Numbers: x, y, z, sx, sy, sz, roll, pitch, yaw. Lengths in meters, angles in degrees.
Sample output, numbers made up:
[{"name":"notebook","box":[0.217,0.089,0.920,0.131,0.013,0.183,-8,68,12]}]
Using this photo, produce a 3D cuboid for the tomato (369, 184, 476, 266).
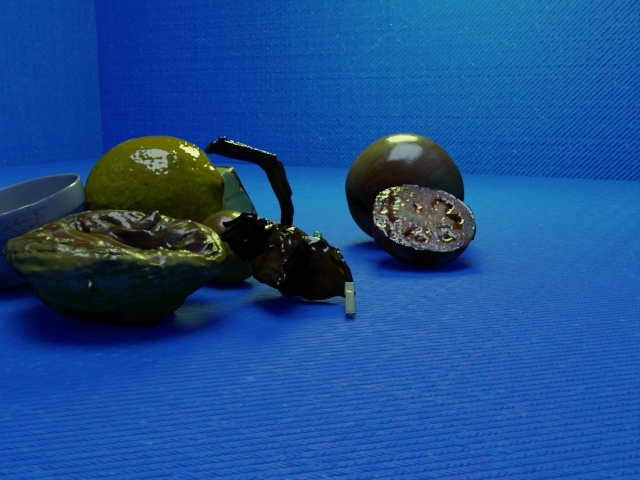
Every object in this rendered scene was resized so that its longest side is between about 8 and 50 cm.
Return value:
[{"name":"tomato","box":[0.206,-0.020,1.708,0.225,0.085,0.225,5,37,-4]}]

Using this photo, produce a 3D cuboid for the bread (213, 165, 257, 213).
[{"name":"bread","box":[-0.331,-0.071,2.276,0.264,0.163,0.167,-40,29,-22]}]

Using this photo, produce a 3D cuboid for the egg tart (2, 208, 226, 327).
[{"name":"egg tart","box":[-0.320,0.046,1.295,0.351,0.153,0.339,-1,11,-4]}]

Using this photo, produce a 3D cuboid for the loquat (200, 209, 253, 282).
[{"name":"loquat","box":[-0.172,0.012,1.539,0.141,0.141,0.141,0,10,0]}]

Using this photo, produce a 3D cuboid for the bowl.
[{"name":"bowl","box":[-0.555,-0.010,1.529,0.287,0.144,0.287,-14,17,4]}]

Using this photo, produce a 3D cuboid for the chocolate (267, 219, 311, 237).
[{"name":"chocolate","box":[-0.137,-0.004,1.771,0.254,0.080,0.157,8,13,39]}]

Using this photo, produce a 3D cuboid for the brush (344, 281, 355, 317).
[{"name":"brush","box":[0.046,0.094,1.327,0.016,0.013,0.084,0,34,0]}]

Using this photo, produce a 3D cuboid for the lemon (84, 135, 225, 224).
[{"name":"lemon","box":[-0.324,-0.073,1.655,0.293,0.293,0.293,0,10,0]}]

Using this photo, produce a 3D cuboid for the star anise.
[{"name":"star anise","box":[-0.082,-0.018,1.389,0.148,0.346,0.237,-33,1,7]}]

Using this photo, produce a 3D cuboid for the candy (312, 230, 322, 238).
[{"name":"candy","box":[0.000,0.000,1.928,0.023,0.025,0.083,8,19,-18]}]

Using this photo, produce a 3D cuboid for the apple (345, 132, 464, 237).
[{"name":"apple","box":[0.186,-0.111,1.896,0.234,0.257,0.257,-31,23,-24]}]
